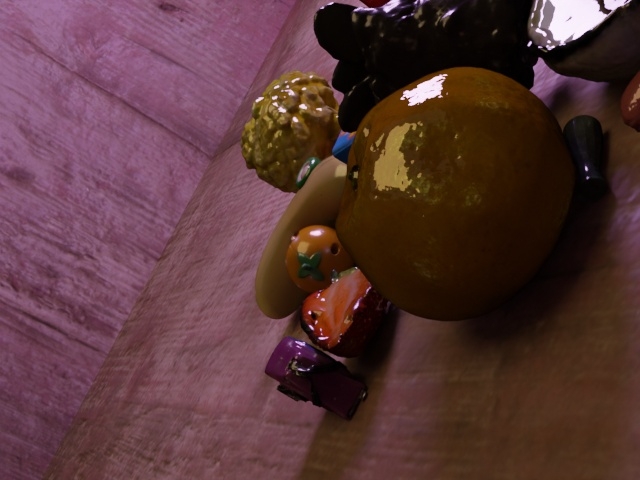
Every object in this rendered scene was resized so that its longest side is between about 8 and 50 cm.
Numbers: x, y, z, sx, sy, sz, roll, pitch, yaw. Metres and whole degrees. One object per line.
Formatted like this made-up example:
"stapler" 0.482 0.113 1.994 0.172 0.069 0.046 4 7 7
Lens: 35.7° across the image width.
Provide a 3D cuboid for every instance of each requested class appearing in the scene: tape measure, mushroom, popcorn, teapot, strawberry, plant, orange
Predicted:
"tape measure" -0.012 0.181 1.312 0.074 0.118 0.125 -60 14 -9
"mushroom" 0.351 -0.298 1.117 0.247 0.130 0.344 -33 30 34
"popcorn" -0.023 -0.207 1.890 0.237 0.252 0.205 48 136 38
"teapot" 0.287 -0.086 1.068 0.043 0.043 0.110 -45 26 37
"strawberry" 0.042 0.100 1.349 0.140 0.085 0.192 -40 20 -9
"plant" 0.136 -0.256 1.274 0.276 0.199 0.188 -9 45 21
"orange" 0.138 -0.050 1.076 0.279 0.235 0.279 -158 90 -85

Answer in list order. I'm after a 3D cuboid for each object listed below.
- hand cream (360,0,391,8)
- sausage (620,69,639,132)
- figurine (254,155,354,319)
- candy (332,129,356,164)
"hand cream" 0.141 -0.486 1.885 0.125 0.193 0.193 -53 18 16
"sausage" 0.357 -0.171 0.975 0.154 0.062 0.062 -52 18 19
"figurine" 0.000 0.000 1.589 0.324 0.124 0.222 -57 20 17
"candy" 0.149 -0.220 1.470 0.100 0.157 0.305 -28 34 58
